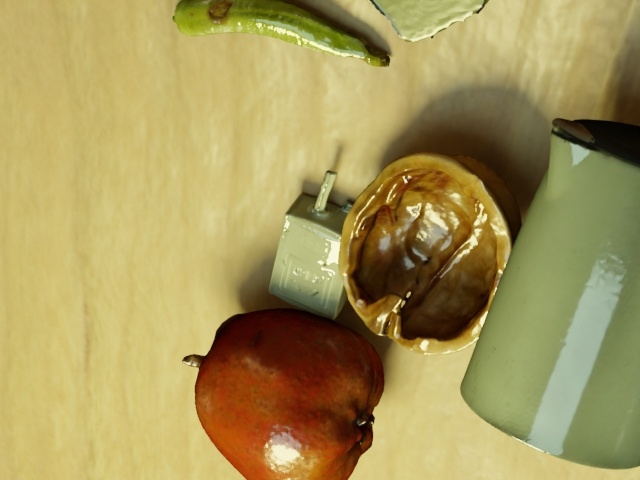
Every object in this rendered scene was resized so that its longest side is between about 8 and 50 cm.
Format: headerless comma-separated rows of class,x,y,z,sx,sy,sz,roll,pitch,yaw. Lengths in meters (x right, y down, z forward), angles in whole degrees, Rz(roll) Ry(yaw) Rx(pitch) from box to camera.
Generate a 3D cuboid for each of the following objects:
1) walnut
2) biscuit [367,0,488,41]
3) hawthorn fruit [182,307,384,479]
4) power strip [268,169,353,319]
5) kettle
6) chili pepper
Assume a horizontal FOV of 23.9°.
walnut,0.113,0.003,1.344,0.167,0.087,0.211,48,133,14
biscuit,0.015,-0.299,1.199,0.099,0.038,0.322,-26,109,36
hawthorn fruit,-0.043,0.150,1.483,0.202,0.185,0.185,24,132,12
power strip,0.000,0.000,1.435,0.075,0.042,0.175,23,132,12
kettle,0.254,0.039,1.229,0.240,0.165,0.255,12,105,-21
chili pepper,-0.042,-0.187,1.314,0.208,0.043,0.049,13,117,18
